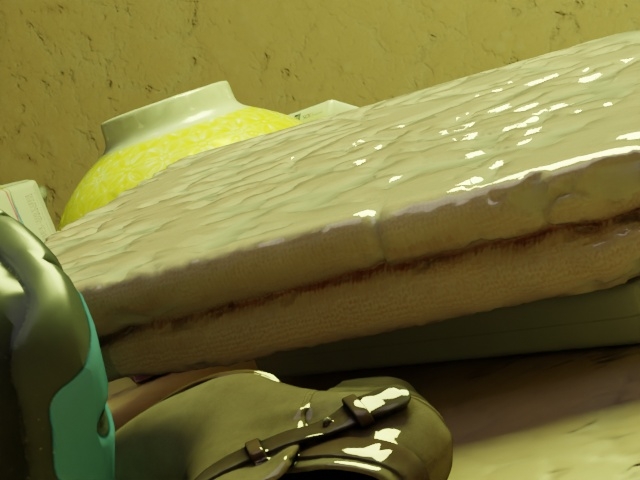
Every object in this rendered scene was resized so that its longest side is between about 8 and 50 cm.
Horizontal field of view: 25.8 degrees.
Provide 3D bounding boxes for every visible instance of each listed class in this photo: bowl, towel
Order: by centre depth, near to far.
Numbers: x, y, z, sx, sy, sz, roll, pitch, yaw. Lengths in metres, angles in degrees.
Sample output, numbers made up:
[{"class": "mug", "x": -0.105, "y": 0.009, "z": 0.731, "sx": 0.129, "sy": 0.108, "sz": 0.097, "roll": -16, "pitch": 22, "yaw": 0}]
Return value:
[{"class": "towel", "x": 0.023, "y": -0.019, "z": 0.617, "sx": 0.317, "sy": 0.053, "sz": 0.332, "roll": -14, "pitch": 12, "yaw": 20}, {"class": "bowl", "x": -0.106, "y": -0.044, "z": 1.187, "sx": 0.289, "sy": 0.156, "sz": 0.289, "roll": -19, "pitch": 5, "yaw": 2}]

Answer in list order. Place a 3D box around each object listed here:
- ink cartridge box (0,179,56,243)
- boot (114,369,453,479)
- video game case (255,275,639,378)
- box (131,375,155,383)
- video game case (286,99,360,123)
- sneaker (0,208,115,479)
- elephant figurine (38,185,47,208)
[{"class": "ink cartridge box", "x": -0.263, "y": 0.060, "z": 0.801, "sx": 0.226, "sy": 0.131, "sz": 0.306, "roll": -20, "pitch": 4, "yaw": -2}, {"class": "boot", "x": -0.021, "y": 0.064, "z": 0.378, "sx": 0.118, "sy": 0.042, "sz": 0.087, "roll": -18, "pitch": 7, "yaw": 14}, {"class": "video game case", "x": 0.104, "y": 0.009, "z": 0.587, "sx": 0.193, "sy": 0.023, "sz": 0.212, "roll": -23, "pitch": 7, "yaw": -39}, {"class": "box", "x": 0.000, "y": 0.000, "z": 0.866, "sx": 0.293, "sy": 0.057, "sz": 0.201, "roll": -21, "pitch": 7, "yaw": -13}, {"class": "video game case", "x": 0.040, "y": -0.084, "z": 1.315, "sx": 0.190, "sy": 0.022, "sz": 0.173, "roll": 14, "pitch": -14, "yaw": -31}, {"class": "sneaker", "x": -0.206, "y": 0.051, "z": 0.449, "sx": 0.341, "sy": 0.125, "sz": 0.139, "roll": 4, "pitch": 11, "yaw": 39}, {"class": "elephant figurine", "x": -0.343, "y": 0.023, "z": 1.549, "sx": 0.239, "sy": 0.186, "sz": 0.169, "roll": -1, "pitch": -27, "yaw": 41}]
